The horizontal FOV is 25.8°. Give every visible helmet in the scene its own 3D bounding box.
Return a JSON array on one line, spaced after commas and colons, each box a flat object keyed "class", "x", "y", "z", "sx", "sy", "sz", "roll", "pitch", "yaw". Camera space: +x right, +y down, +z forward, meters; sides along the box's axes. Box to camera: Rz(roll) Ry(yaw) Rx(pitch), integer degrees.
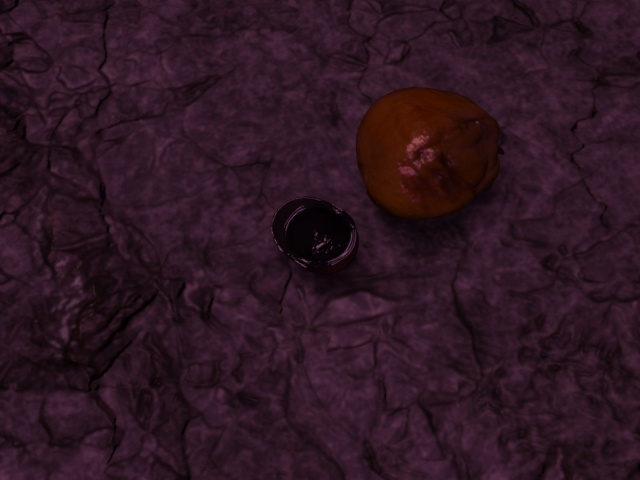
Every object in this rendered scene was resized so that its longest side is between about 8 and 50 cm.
[{"class": "helmet", "x": -0.001, "y": 0.000, "z": 1.267, "sx": 0.084, "sy": 0.049, "sz": 0.065, "roll": 31, "pitch": 79, "yaw": 25}]

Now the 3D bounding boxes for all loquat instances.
[{"class": "loquat", "x": 0.099, "y": -0.078, "z": 1.266, "sx": 0.137, "sy": 0.113, "sz": 0.137, "roll": -6, "pitch": 34, "yaw": 4}]
